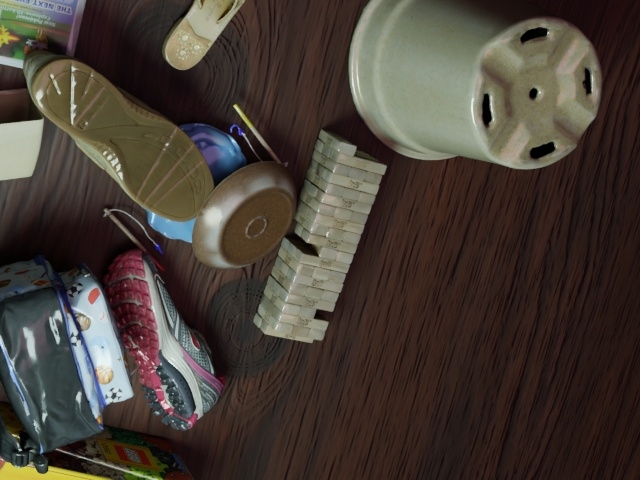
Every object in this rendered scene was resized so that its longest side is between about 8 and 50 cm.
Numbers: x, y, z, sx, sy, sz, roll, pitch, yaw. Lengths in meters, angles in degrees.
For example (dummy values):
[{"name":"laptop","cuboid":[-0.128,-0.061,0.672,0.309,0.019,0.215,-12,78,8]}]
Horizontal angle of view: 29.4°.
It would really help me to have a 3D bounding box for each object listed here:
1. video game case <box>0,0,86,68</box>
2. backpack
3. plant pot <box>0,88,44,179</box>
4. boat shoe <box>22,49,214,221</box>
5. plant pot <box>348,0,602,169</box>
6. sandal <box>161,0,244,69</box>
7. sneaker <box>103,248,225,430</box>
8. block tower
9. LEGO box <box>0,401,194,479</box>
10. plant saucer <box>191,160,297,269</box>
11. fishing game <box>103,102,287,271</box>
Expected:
[{"name":"video game case","cuboid":[-0.469,-0.399,1.644,0.328,0.036,0.300,10,103,-27]},{"name":"backpack","cuboid":[-0.392,0.141,1.733,0.213,0.263,0.277,-17,113,-23]},{"name":"plant pot","cuboid":[-0.448,-0.143,1.706,0.109,0.109,0.096,-9,124,-21]},{"name":"boat shoe","cuboid":[-0.284,-0.156,1.751,0.122,0.110,0.341,-46,126,-3]},{"name":"plant pot","cuboid":[0.255,-0.249,1.855,0.333,0.305,0.334,-8,110,-21]},{"name":"sandal","cuboid":[-0.144,-0.351,1.775,0.088,0.079,0.240,30,94,-29]},{"name":"sneaker","cuboid":[-0.244,0.144,1.894,0.112,0.120,0.299,-39,122,-40]},{"name":"block tower","cuboid":[0.000,0.000,1.951,0.097,0.091,0.336,13,102,-27]},{"name":"LEGO box","cuboid":[-0.460,0.529,1.872,0.372,0.193,0.500,19,99,-27]},{"name":"plant saucer","cuboid":[-0.107,-0.029,1.878,0.198,0.036,0.199,-29,142,-26]},{"name":"fishing game","cuboid":[-0.197,-0.089,1.866,0.264,0.041,0.189,-43,112,-1]}]
